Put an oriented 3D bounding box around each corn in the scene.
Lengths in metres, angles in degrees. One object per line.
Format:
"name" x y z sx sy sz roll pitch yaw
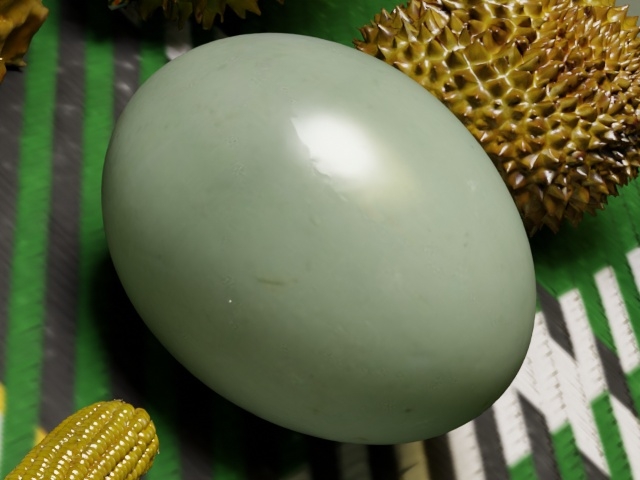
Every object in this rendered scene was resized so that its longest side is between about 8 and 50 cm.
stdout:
"corn" -0.091 0.088 0.595 0.037 0.037 0.092 36 37 5

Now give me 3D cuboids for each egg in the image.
"egg" 0.000 0.000 0.673 0.192 0.149 0.149 35 34 4

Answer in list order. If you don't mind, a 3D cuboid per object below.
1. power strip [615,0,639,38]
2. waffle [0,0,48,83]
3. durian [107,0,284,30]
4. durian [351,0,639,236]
"power strip" 0.202 -0.186 1.140 0.145 0.061 0.215 35 34 1
"waffle" -0.145 -0.137 0.674 0.055 0.211 0.160 35 35 4
"durian" -0.058 -0.255 0.883 0.258 0.258 0.293 4 59 -35
"durian" 0.105 -0.082 0.878 0.168 0.137 0.158 31 54 12
